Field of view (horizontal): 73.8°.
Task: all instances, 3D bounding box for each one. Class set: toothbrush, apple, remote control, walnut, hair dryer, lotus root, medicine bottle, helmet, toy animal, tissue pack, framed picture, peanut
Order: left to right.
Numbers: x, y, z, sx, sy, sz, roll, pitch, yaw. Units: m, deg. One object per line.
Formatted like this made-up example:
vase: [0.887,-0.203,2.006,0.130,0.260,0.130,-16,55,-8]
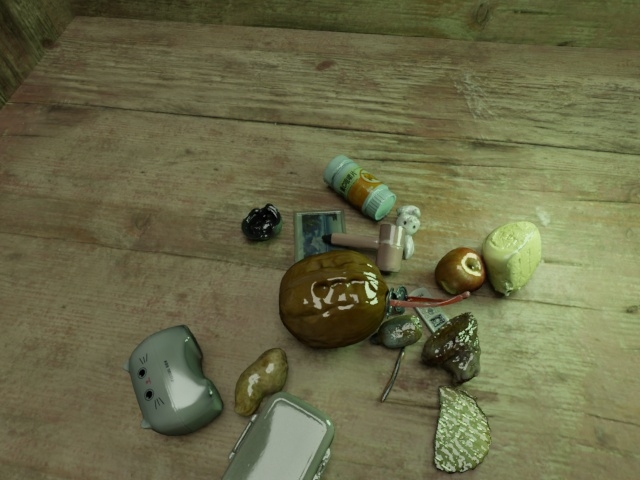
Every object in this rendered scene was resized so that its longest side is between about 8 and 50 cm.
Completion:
tissue pack: [-0.491,0.473,1.420,0.236,0.229,0.333,-25,60,-14]
peanut: [-0.205,0.484,1.469,0.253,0.122,0.137,-41,59,-20]
helmet: [-0.239,-0.062,1.832,0.177,0.107,0.153,-22,61,10]
medicine bottle: [-0.132,0.688,1.337,0.282,0.123,0.375,25,62,15]
framed picture: [0.000,0.000,1.830,0.232,0.024,0.314,-4,59,-2]
walnut: [0.046,0.203,1.527,0.398,0.308,0.354,-13,61,3]
medicine bottle: [0.174,-0.233,1.894,0.158,0.158,0.318,-39,65,-21]
hair dryer: [0.168,0.022,1.756,0.344,0.107,0.189,7,85,18]
lotus root: [0.277,0.339,1.562,0.192,0.088,0.113,-18,48,8]
toothbrush: [0.287,0.438,1.544,0.031,0.023,0.321,24,61,19]
toy animal: [0.360,-0.043,1.791,0.104,0.131,0.220,16,61,-5]
remote control: [0.418,0.269,1.643,0.088,0.029,0.190,-24,60,-13]
apple: [0.535,0.123,1.653,0.199,0.199,0.199,-1,58,1]

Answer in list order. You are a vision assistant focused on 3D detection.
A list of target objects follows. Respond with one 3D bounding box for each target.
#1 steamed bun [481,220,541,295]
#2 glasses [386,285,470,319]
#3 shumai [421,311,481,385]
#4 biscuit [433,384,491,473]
steamed bun: [0.729,0.066,1.660,0.273,0.232,0.166,-41,38,-21]
glasses: [0.374,0.229,1.511,0.268,0.234,0.118,3,87,27]
shumai: [0.485,0.397,1.508,0.218,0.184,0.185,-41,100,-34]
biscuit: [0.469,0.630,1.408,0.187,0.036,0.273,13,58,9]
